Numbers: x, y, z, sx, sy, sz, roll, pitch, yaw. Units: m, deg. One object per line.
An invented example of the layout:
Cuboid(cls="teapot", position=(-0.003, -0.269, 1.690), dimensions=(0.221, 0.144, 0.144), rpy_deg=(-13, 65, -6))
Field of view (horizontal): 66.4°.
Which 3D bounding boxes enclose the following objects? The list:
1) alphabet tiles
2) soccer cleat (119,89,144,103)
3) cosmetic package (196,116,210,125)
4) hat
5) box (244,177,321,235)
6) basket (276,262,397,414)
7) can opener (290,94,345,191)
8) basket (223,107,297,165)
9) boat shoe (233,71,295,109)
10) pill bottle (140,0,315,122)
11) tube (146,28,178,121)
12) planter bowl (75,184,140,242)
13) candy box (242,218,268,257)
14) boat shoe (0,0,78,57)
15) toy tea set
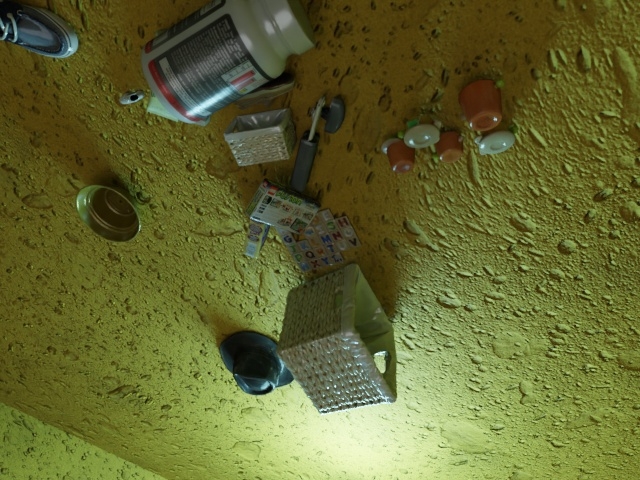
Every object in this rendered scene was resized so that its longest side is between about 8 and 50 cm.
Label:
Cuboid(cls="alphabet tiles", position=(0.000, 0.000, 1.540), dimensions=(0.237, 0.009, 0.198), rpy_deg=(-16, 120, 24))
Cuboid(cls="soccer cleat", position=(-0.529, -0.397, 1.361), dimensions=(0.083, 0.035, 0.029), rpy_deg=(-8, 123, 19))
Cuboid(cls="cosmetic package", position=(-0.330, -0.375, 1.324), dimensions=(0.060, 0.041, 0.115), rpy_deg=(16, 128, 3))
Cuboid(cls="hat", position=(-0.260, 0.516, 1.906), dimensions=(0.331, 0.134, 0.331), rpy_deg=(7, 128, 9))
Cuboid(cls="box", position=(-0.102, -0.091, 1.387), dimensions=(0.207, 0.036, 0.114), rpy_deg=(20, 109, -45))
Cuboid(cls="basket", position=(0.059, 0.310, 1.534), dimensions=(0.266, 0.328, 0.331), rpy_deg=(-20, 119, 18))
Cuboid(cls="can opener", position=(-0.008, -0.253, 1.313), dimensions=(0.095, 0.076, 0.283), rpy_deg=(18, 129, 1))
Cuboid(cls="basket", position=(-0.155, -0.276, 1.312), dimensions=(0.167, 0.113, 0.103), rpy_deg=(-4, 128, 17))
Cuboid(cls="boat shoe", position=(-0.142, -0.380, 1.268), dimensions=(0.190, 0.068, 0.072), rpy_deg=(-3, 138, 28))
Cuboid(cls="pill bottle", position=(-0.208, -0.440, 1.128), dimensions=(0.363, 0.210, 0.210), rpy_deg=(-23, 118, 17))
Cuboid(cls="tube", position=(-0.412, -0.430, 1.297), dimensions=(0.070, 0.062, 0.240), rpy_deg=(49, 139, 26))
Cuboid(cls="planter bowl", position=(-0.662, -0.106, 1.574), dimensions=(0.217, 0.090, 0.217), rpy_deg=(7, 128, 9))
Cuboid(cls="candy box", position=(-0.183, -0.051, 1.484), dimensions=(0.053, 0.109, 0.187), rpy_deg=(18, 128, 1))
Cuboid(cls="boat shoe", position=(-0.817, -0.546, 1.245), dimensions=(0.340, 0.158, 0.127), rpy_deg=(21, 128, -2))
Cuboid(cls="toy tea set", position=(0.306, -0.285, 1.214), dimensions=(0.336, 0.124, 0.200), rpy_deg=(-12, 151, 18))
